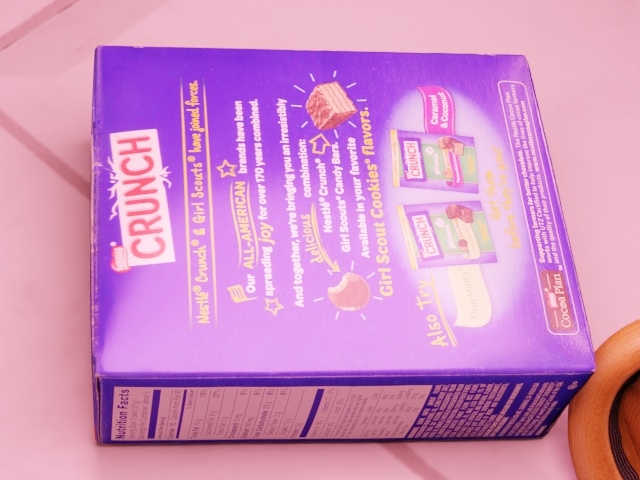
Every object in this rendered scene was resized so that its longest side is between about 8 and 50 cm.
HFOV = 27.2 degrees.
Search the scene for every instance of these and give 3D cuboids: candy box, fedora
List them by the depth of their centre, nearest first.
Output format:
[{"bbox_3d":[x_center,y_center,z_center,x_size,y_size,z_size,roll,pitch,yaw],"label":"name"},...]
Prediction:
[{"bbox_3d":[0.263,0.132,0.875,0.194,0.194,0.079,39,21,16],"label":"fedora"},{"bbox_3d":[0.000,0.000,0.914,0.317,0.122,0.268,1,57,-10],"label":"candy box"}]
